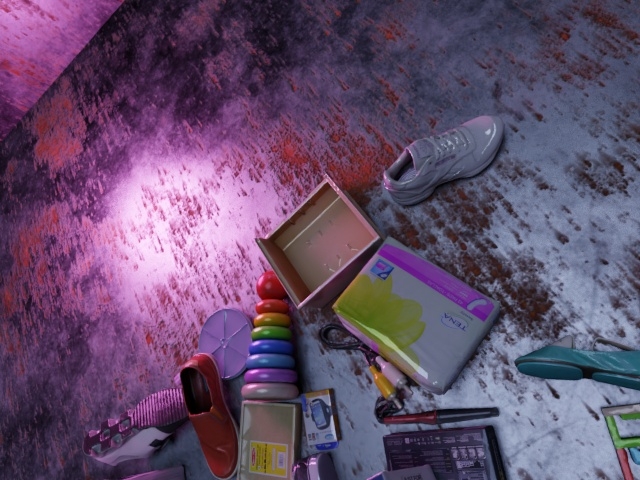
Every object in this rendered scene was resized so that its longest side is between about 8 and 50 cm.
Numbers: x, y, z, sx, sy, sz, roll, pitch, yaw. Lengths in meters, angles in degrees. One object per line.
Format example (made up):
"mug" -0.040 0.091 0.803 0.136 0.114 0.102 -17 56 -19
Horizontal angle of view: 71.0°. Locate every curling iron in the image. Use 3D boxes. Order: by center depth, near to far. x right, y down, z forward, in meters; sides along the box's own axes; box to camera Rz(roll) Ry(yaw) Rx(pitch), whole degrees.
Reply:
"curling iron" 0.242 0.370 0.975 0.274 0.035 0.068 -8 73 27

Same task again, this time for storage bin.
"storage bin" 0.000 0.000 1.154 0.262 0.123 0.260 -43 61 12

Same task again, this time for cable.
"cable" 0.116 0.252 1.054 0.287 0.072 0.139 31 87 31

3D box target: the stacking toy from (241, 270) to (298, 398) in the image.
"stacking toy" -0.124 0.239 1.167 0.141 0.141 0.330 -12 64 25

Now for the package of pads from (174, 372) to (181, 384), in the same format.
"package of pads" -0.375 0.381 1.294 0.083 0.050 0.032 -44 66 11

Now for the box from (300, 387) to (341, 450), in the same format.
"box" 0.001 0.437 1.091 0.081 0.028 0.136 -19 67 22

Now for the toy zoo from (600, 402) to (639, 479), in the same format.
"toy zoo" 0.630 0.424 0.756 0.192 0.030 0.293 -17 69 23

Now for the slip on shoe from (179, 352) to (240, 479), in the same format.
"slip on shoe" -0.297 0.466 1.183 0.123 0.101 0.331 -19 81 17

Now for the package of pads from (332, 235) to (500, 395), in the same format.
"package of pads" 0.199 0.160 0.975 0.296 0.101 0.229 33 75 27

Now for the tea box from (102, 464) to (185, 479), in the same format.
"tea box" -0.538 0.800 1.170 0.329 0.220 0.323 -21 67 22

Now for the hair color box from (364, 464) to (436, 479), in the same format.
"hair color box" 0.182 0.586 0.765 0.105 0.174 0.347 -41 50 25

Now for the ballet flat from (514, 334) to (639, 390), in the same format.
"ballet flat" 0.507 0.227 0.858 0.247 0.083 0.087 1 53 28

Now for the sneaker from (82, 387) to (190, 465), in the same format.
"sneaker" -0.481 0.538 1.285 0.331 0.146 0.122 -23 38 -2

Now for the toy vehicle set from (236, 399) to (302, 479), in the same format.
"toy vehicle set" -0.130 0.545 1.127 0.166 0.035 0.266 -6 74 27

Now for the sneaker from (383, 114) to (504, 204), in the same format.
"sneaker" 0.284 -0.193 1.038 0.305 0.152 0.114 -34 61 15

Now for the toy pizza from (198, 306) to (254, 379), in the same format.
"toy pizza" -0.263 0.290 1.270 0.201 0.032 0.201 -8 74 28

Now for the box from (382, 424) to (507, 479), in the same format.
"box" 0.252 0.483 0.910 0.233 0.059 0.183 -21 66 32

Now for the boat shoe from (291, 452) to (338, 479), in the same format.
"boat shoe" -0.003 0.642 0.988 0.105 0.113 0.306 -27 64 21
